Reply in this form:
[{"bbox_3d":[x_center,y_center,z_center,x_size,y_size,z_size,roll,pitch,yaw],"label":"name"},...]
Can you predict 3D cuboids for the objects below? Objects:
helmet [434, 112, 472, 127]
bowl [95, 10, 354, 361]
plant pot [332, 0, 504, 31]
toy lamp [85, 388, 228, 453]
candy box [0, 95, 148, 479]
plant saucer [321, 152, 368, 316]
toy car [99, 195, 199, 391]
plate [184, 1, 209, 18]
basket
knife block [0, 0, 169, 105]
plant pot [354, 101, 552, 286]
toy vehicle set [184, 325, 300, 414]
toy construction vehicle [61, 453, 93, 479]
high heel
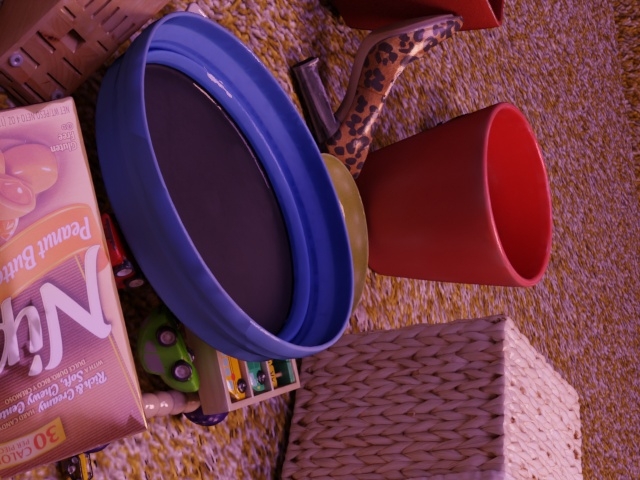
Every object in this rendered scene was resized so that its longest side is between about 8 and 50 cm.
[{"bbox_3d":[0.272,-0.135,2.101,0.169,0.161,0.169,20,66,-57],"label":"helmet"},{"bbox_3d":[-0.097,-0.052,1.322,0.391,0.077,0.391,47,30,-38],"label":"bowl"},{"bbox_3d":[0.119,-0.464,1.824,0.267,0.235,0.267,55,34,-39],"label":"plant pot"},{"bbox_3d":[-0.196,0.176,1.303,0.274,0.080,0.080,-1,84,-60],"label":"toy lamp"},{"bbox_3d":[-0.283,0.044,1.101,0.183,0.087,0.317,-16,97,-29],"label":"candy box"},{"bbox_3d":[0.000,0.000,1.713,0.241,0.037,0.241,14,74,-61],"label":"plant saucer"},{"bbox_3d":[-0.189,0.063,1.281,0.239,0.053,0.225,-105,174,-77],"label":"toy car"},{"bbox_3d":[-0.130,-0.101,1.514,0.278,0.045,0.277,48,44,-45],"label":"plate"},{"bbox_3d":[0.163,0.288,1.652,0.328,0.331,0.266,44,45,-48],"label":"basket"},{"bbox_3d":[-0.264,-0.296,1.310,0.275,0.242,0.088,-44,135,0],"label":"knife block"},{"bbox_3d":[0.193,-0.055,1.865,0.275,0.243,0.275,20,67,-57],"label":"plant pot"},{"bbox_3d":[-0.104,0.055,1.411,0.166,0.035,0.267,-9,86,-63],"label":"toy vehicle set"},{"bbox_3d":[-0.257,0.269,1.228,0.086,0.035,0.098,-29,112,-70],"label":"toy construction vehicle"},{"bbox_3d":[0.105,-0.211,1.777,0.093,0.261,0.186,-124,-168,-73],"label":"high heel"}]
